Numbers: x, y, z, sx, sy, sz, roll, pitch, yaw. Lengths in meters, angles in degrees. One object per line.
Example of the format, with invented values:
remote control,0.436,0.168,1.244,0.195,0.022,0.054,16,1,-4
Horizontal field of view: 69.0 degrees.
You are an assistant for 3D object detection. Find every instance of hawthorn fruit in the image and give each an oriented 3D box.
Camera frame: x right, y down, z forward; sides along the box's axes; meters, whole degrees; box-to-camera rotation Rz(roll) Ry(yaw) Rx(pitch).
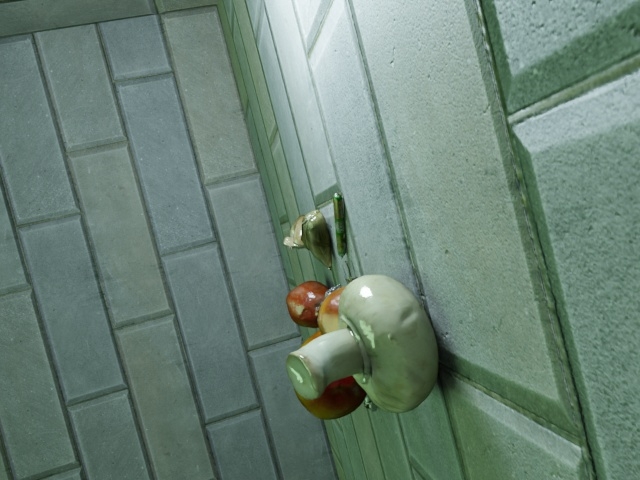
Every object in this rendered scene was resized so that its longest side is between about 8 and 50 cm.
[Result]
hawthorn fruit,-0.030,0.284,2.004,0.262,0.211,0.210,-164,59,-69

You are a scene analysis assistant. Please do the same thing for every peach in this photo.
peach,0.041,0.470,1.643,0.332,0.308,0.307,-151,47,-82

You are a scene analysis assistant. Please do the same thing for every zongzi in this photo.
zongzi,0.000,0.000,1.778,0.197,0.099,0.194,57,162,28

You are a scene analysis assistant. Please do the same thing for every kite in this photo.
kite,0.108,0.148,1.636,0.183,0.010,0.160,142,114,-78

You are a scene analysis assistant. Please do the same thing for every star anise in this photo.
star anise,0.039,0.266,1.810,0.231,0.089,0.209,103,179,-64

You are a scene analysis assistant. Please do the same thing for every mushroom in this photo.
mushroom,0.132,0.230,1.041,0.356,0.315,0.315,6,-115,-65
mushroom,-0.083,-0.035,2.036,0.286,0.156,0.151,158,117,-80

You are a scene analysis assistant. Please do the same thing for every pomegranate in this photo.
pomegranate,0.095,0.233,1.334,0.209,0.209,0.209,165,90,-79

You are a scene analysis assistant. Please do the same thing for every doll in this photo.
doll,0.192,0.627,1.775,0.085,0.040,0.058,-127,35,-63

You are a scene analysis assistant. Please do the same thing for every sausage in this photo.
sausage,0.064,-0.047,1.543,0.033,0.033,0.269,-119,18,-51
